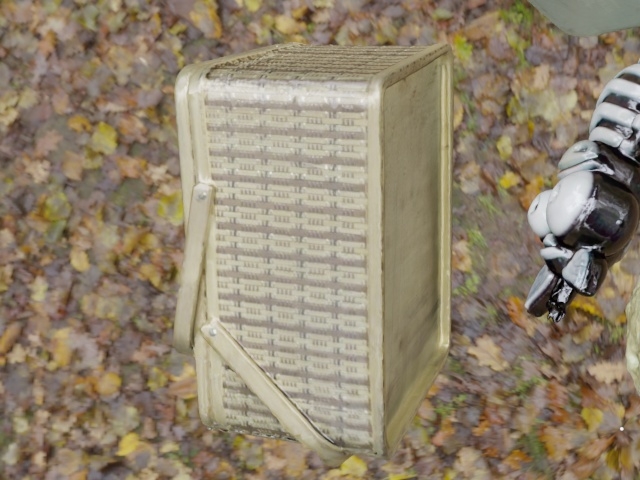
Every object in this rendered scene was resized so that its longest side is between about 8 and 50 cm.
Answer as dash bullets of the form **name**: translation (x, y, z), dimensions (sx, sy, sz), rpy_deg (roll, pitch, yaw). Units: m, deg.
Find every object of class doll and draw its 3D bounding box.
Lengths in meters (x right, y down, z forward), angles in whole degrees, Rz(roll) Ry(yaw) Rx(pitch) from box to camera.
- **doll**: translation (0.190, -0.047, 0.631), dimensions (0.067, 0.091, 0.219), rpy_deg (29, 76, -5)

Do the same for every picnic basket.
- **picnic basket**: translation (0.000, 0.000, 0.798), dimensions (0.175, 0.228, 0.312), rpy_deg (5, 109, 20)

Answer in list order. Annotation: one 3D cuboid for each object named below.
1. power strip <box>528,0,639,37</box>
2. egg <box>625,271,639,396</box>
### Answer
- **power strip**: translation (0.179, -0.157, 0.441), dimensions (0.270, 0.118, 0.046), rpy_deg (1, 68, 55)
- **egg**: translation (0.236, 0.068, 0.466), dimensions (0.164, 0.164, 0.201), rpy_deg (-23, 71, 12)
